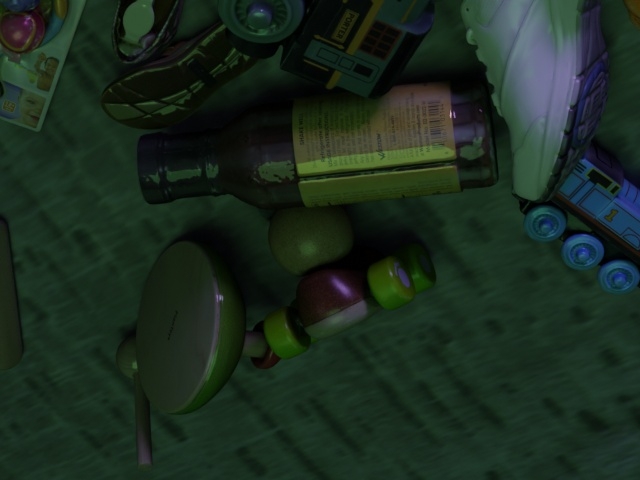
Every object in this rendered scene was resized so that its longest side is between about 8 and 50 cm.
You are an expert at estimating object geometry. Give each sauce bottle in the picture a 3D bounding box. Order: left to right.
[{"bbox_3d":[-0.004,-0.087,1.572,0.344,0.111,0.111,-4,126,8],"label":"sauce bottle"}]

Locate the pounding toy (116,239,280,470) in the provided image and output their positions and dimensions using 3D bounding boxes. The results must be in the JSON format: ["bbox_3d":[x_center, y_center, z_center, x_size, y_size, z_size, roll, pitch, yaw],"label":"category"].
[{"bbox_3d":[-0.119,0.114,1.742,0.110,0.183,0.237,9,134,-31],"label":"pounding toy"}]

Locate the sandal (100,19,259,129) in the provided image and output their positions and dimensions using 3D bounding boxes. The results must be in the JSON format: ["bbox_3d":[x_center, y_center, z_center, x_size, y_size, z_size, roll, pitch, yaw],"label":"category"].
[{"bbox_3d":[-0.130,-0.167,1.586,0.180,0.049,0.072,-31,123,12],"label":"sandal"}]

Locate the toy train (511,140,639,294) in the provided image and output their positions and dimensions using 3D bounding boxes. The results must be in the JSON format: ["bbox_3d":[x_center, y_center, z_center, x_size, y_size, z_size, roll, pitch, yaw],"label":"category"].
[{"bbox_3d":[0.277,-0.024,1.607,0.184,0.080,0.105,34,119,-16],"label":"toy train"}]

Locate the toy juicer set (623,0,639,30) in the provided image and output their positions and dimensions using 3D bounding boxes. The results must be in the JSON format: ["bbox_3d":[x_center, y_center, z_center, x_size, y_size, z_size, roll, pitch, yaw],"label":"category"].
[{"bbox_3d":[0.365,-0.296,1.389,0.209,0.089,0.329,25,132,13],"label":"toy juicer set"}]

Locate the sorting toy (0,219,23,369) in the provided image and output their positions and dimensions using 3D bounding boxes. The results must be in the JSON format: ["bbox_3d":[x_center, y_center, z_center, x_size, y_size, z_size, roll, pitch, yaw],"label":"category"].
[{"bbox_3d":[-0.454,0.093,1.837,0.229,0.041,0.307,5,128,5],"label":"sorting toy"}]

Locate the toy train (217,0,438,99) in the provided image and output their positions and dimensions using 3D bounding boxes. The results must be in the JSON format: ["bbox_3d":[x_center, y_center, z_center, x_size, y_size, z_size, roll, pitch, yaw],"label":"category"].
[{"bbox_3d":[0.039,-0.274,1.417,0.190,0.142,0.334,21,130,-13],"label":"toy train"}]

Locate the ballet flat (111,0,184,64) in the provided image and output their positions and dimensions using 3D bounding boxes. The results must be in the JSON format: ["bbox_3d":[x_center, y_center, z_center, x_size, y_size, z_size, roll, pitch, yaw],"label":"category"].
[{"bbox_3d":[-0.147,-0.252,1.498,0.077,0.079,0.221,19,127,-4],"label":"ballet flat"}]

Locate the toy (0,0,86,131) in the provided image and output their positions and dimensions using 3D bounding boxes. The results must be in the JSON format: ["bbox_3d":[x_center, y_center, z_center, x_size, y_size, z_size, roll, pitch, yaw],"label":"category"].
[{"bbox_3d":[-0.307,-0.209,1.573,0.137,0.056,0.237,21,128,-8],"label":"toy"}]

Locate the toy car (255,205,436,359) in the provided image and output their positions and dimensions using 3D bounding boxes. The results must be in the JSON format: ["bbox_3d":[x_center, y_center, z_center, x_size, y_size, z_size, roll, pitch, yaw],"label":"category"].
[{"bbox_3d":[0.000,0.000,1.665,0.155,0.149,0.188,-26,90,22],"label":"toy car"}]

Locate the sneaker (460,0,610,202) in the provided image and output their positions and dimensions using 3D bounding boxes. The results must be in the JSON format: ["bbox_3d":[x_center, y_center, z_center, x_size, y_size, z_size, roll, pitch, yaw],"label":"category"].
[{"bbox_3d":[0.193,-0.180,1.482,0.129,0.111,0.297,10,111,24],"label":"sneaker"}]

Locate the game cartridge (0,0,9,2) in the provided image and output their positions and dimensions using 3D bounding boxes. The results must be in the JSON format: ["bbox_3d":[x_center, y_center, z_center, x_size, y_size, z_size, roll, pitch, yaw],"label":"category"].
[{"bbox_3d":[-0.375,-0.347,1.456,0.198,0.062,0.297,-8,116,12],"label":"game cartridge"}]
